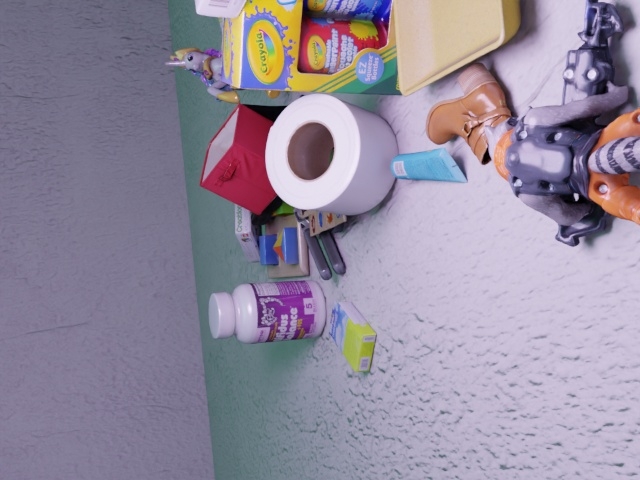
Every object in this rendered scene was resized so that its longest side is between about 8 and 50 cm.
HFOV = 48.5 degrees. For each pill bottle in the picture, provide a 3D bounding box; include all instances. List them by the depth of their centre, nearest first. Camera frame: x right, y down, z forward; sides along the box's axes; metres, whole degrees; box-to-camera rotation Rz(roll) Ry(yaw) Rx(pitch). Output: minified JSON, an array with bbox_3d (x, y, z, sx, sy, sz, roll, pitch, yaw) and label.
[{"bbox_3d":[-0.151,0.200,1.974,0.169,0.302,0.169,177,90,-68],"label":"pill bottle"}]

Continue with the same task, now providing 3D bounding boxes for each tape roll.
[{"bbox_3d":[0.025,-0.181,1.543,0.246,0.169,0.246,-2,87,34],"label":"tape roll"}]

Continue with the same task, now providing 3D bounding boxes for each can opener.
[{"bbox_3d":[0.000,0.000,1.923,0.095,0.076,0.283,63,-177,-51],"label":"can opener"}]

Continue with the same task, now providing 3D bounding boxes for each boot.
[{"bbox_3d":[0.258,-0.190,1.237,0.197,0.073,0.152,116,140,-55],"label":"boot"},{"bbox_3d":[-0.173,-0.147,2.124,0.198,0.077,0.137,135,133,-54],"label":"boot"}]

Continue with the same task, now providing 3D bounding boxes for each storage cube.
[{"bbox_3d":[-0.195,-0.218,1.944,0.184,0.193,0.215,-44,31,36],"label":"storage cube"}]

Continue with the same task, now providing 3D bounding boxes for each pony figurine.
[{"bbox_3d":[-0.240,-0.544,2.127,0.363,0.351,0.302,34,143,39],"label":"pony figurine"}]

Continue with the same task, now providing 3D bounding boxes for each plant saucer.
[{"bbox_3d":[0.239,-0.451,1.241,0.333,0.081,0.332,169,98,-68],"label":"plant saucer"}]

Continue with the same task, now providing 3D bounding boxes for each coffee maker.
[{"bbox_3d":[-0.147,-0.351,2.073,0.120,0.178,0.171,-128,41,-54],"label":"coffee maker"}]

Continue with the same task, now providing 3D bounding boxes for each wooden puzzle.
[{"bbox_3d":[-0.131,-0.045,2.197,0.348,0.081,0.322,169,98,-68],"label":"wooden puzzle"}]

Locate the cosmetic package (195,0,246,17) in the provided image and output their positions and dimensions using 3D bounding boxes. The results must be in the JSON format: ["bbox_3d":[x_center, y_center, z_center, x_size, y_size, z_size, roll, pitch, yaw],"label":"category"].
[{"bbox_3d":[-0.192,-0.543,1.311,0.117,0.086,0.231,144,121,-60],"label":"cosmetic package"}]

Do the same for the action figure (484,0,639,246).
[{"bbox_3d":[0.342,-0.150,0.905,0.330,0.179,0.341,8,102,58],"label":"action figure"}]

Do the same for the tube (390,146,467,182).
[{"bbox_3d":[0.207,-0.145,1.385,0.080,0.052,0.207,47,168,-19],"label":"tube"}]

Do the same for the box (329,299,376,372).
[{"bbox_3d":[0.077,0.232,1.761,0.178,0.042,0.109,-130,43,-57],"label":"box"}]

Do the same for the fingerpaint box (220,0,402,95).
[{"bbox_3d":[-0.001,-0.530,1.442,0.163,0.371,0.444,-142,54,-62],"label":"fingerpaint box"}]

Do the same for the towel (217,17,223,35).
[{"bbox_3d":[-0.145,-0.669,1.931,0.321,0.090,0.374,-32,53,18],"label":"towel"}]

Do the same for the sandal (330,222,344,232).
[{"bbox_3d":[0.025,-0.135,1.851,0.097,0.055,0.254,111,147,-63],"label":"sandal"}]

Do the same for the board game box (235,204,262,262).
[{"bbox_3d":[-0.236,-0.104,2.332,0.193,0.053,0.305,76,-172,-58],"label":"board game box"}]

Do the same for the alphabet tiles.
[{"bbox_3d":[0.005,-0.167,1.780,0.342,0.011,0.285,157,108,-67],"label":"alphabet tiles"}]
